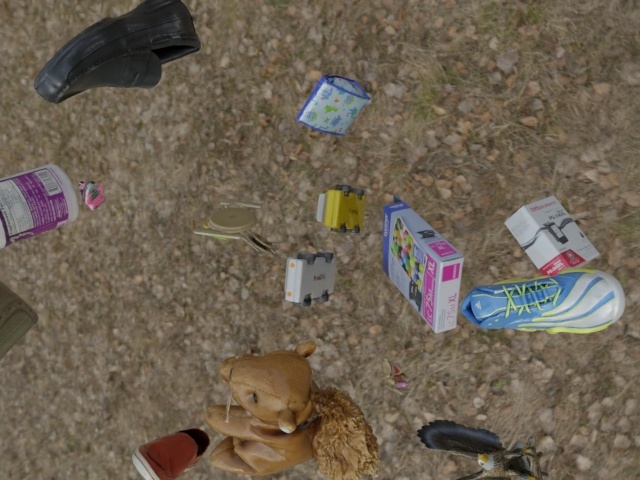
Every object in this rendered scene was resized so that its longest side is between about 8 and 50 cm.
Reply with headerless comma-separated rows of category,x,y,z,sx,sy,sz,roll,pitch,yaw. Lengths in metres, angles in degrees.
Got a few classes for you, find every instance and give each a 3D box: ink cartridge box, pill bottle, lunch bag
ink cartridge box,0.208,0.040,1.290,0.311,0.065,0.186,-122,25,-55
pill bottle,-0.794,-0.077,1.468,0.169,0.301,0.169,24,127,36
ink cartridge box,0.453,-0.006,1.133,0.150,0.109,0.063,59,144,19
lunch bag,0.024,-0.337,1.417,0.096,0.151,0.129,53,124,26

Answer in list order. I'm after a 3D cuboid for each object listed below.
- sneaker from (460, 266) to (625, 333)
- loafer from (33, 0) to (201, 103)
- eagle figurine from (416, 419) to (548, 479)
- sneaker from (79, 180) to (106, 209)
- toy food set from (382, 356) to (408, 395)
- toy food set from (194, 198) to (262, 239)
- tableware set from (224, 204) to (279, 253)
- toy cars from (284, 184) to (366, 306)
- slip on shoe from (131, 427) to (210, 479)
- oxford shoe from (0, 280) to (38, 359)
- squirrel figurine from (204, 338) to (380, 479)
sneaker,0.290,0.095,0.800,0.240,0.126,0.091,155,105,-65
loafer,-0.205,-0.198,0.619,0.076,0.223,0.078,-21,113,40
eagle figurine,0.412,0.578,1.475,0.298,0.226,0.225,-16,111,26
sneaker,-0.483,-0.103,1.197,0.057,0.047,0.119,47,158,-2
toy food set,0.210,0.375,1.602,0.078,0.019,0.122,24,136,31
toy food set,-0.221,-0.042,1.426,0.132,0.192,0.039,8,120,10
tableware set,-0.213,-0.033,1.721,0.194,0.128,0.039,38,99,18
toy cars,0.000,0.000,1.204,0.087,0.394,0.176,7,134,22
slip on shoe,-0.361,0.522,1.416,0.101,0.331,0.123,-45,76,-2
oxford shoe,-0.308,0.169,0.372,0.123,0.130,0.348,-3,57,45
squirrel figurine,-0.045,0.360,1.249,0.397,0.281,0.370,20,145,1
